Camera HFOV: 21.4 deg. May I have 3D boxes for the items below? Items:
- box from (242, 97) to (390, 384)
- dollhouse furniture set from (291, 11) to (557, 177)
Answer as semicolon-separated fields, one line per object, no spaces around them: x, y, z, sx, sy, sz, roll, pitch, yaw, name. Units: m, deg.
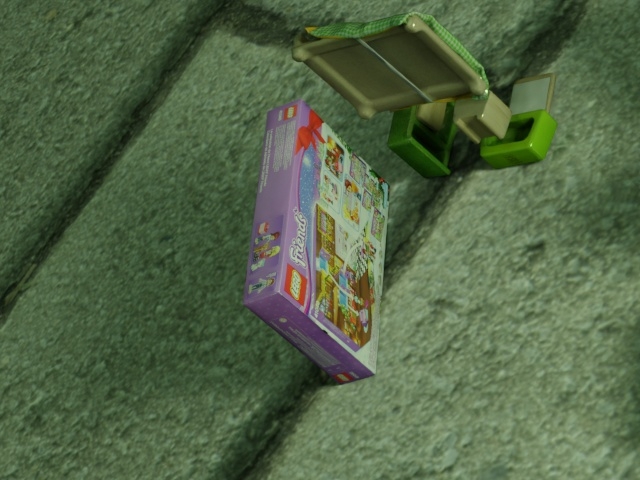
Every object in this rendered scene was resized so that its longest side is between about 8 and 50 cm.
0.000;0.000;2.060;0.057;0.201;0.293;-19;47;30;box
0.133;-0.222;2.041;0.197;0.301;0.151;-9;56;41;dollhouse furniture set
